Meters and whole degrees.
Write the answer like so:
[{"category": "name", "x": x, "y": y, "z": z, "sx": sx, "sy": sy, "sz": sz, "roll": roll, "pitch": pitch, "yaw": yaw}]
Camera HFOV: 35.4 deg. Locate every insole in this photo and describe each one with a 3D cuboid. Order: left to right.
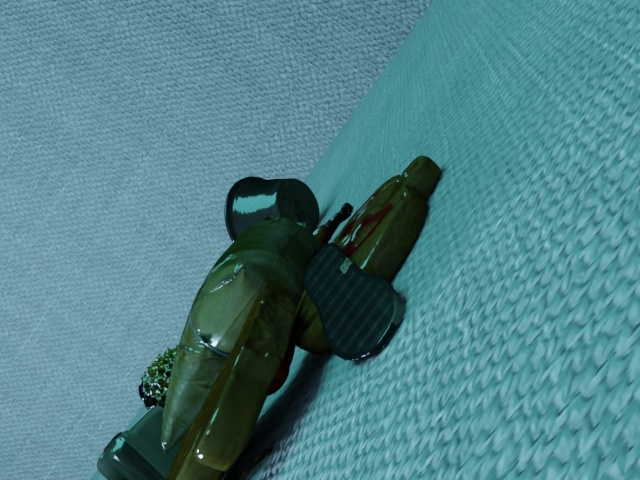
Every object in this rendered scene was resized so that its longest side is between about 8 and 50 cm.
[{"category": "insole", "x": 0.031, "y": 0.068, "z": 1.217, "sx": 0.110, "sy": 0.012, "sz": 0.309, "roll": -55, "pitch": 21, "yaw": 8}]

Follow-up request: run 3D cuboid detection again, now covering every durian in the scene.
[{"category": "durian", "x": -0.291, "y": 0.300, "z": 1.964, "sx": 0.237, "sy": 0.138, "sz": 0.193, "roll": -58, "pitch": 47, "yaw": 24}]

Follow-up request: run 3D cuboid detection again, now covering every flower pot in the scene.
[{"category": "flower pot", "x": -0.099, "y": -0.064, "z": 2.427, "sx": 0.148, "sy": 0.235, "sz": 0.235, "roll": -22, "pitch": 29, "yaw": 42}]

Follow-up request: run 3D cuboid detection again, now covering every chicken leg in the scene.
[{"category": "chicken leg", "x": -0.004, "y": 0.004, "z": 1.989, "sx": 0.093, "sy": 0.053, "sz": 0.205, "roll": -42, "pitch": -1, "yaw": -44}]

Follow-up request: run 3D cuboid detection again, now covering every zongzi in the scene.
[{"category": "zongzi", "x": -0.148, "y": 0.152, "z": 1.795, "sx": 0.393, "sy": 0.174, "sz": 0.356, "roll": -60, "pitch": 0, "yaw": 22}]

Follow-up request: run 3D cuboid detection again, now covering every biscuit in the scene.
[{"category": "biscuit", "x": -0.133, "y": 0.262, "z": 1.363, "sx": 0.394, "sy": 0.076, "sz": 0.368, "roll": -62, "pitch": 6, "yaw": 23}, {"category": "biscuit", "x": 0.060, "y": 0.009, "z": 1.423, "sx": 0.314, "sy": 0.063, "sz": 0.367, "roll": -56, "pitch": 5, "yaw": 9}]

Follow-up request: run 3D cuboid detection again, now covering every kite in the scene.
[{"category": "kite", "x": -0.121, "y": 0.331, "z": 1.354, "sx": 0.244, "sy": 0.006, "sz": 0.198, "roll": -49, "pitch": 9, "yaw": 46}]

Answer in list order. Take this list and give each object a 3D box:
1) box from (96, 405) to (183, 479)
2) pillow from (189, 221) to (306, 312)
[{"category": "box", "x": -0.318, "y": 0.403, "z": 1.854, "sx": 0.129, "sy": 0.148, "sz": 0.210, "roll": -46, "pitch": 1, "yaw": -30}, {"category": "pillow", "x": -0.160, "y": 0.106, "z": 2.099, "sx": 0.310, "sy": 0.138, "sz": 0.283, "roll": -47, "pitch": -4, "yaw": -38}]
